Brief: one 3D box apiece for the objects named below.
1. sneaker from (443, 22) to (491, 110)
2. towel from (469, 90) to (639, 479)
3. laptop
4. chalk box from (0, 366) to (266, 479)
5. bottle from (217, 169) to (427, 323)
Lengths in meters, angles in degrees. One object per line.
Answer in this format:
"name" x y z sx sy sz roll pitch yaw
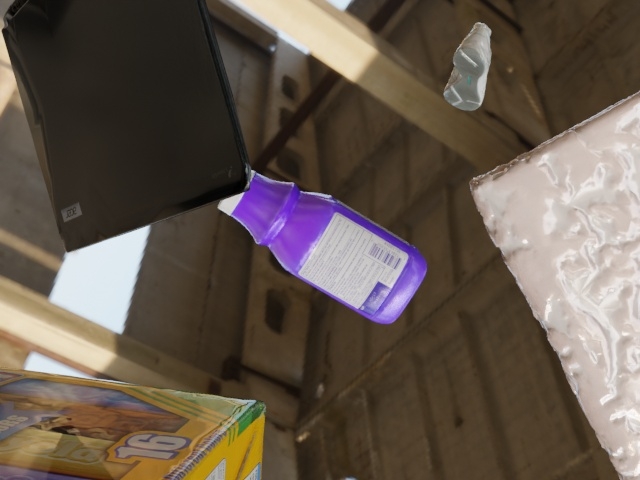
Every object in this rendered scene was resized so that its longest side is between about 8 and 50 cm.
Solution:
"sneaker" 0.202 -0.225 1.120 0.152 0.054 0.061 93 22 -67
"towel" 0.341 0.019 0.777 0.317 0.332 0.053 -30 -176 -7
"laptop" -0.085 -0.148 0.513 0.234 0.136 0.264 -13 -140 51
"chalk box" -0.193 0.173 0.437 0.179 0.289 0.180 -24 119 -73
"bottle" 0.000 0.000 1.133 0.118 0.283 0.092 -59 -172 9
